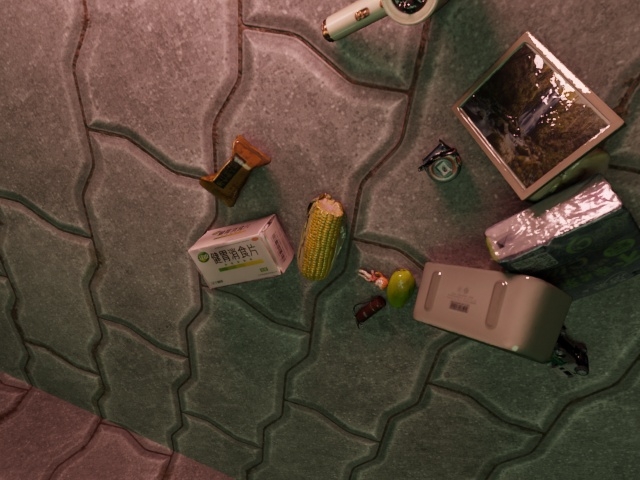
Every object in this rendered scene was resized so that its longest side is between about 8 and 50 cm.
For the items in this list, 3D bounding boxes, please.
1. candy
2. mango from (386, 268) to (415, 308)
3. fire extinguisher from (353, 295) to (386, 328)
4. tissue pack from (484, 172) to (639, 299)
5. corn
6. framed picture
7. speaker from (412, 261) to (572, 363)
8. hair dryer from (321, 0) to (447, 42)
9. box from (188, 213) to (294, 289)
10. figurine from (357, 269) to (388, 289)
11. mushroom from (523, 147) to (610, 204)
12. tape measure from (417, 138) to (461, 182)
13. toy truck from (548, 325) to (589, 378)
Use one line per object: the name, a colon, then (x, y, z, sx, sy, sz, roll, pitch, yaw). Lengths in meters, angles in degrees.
candy: (-0.282, -0.215, 1.317, 0.143, 0.101, 0.271, 38, 131, -15)
mango: (0.271, 0.171, 1.392, 0.091, 0.074, 0.165, 8, 124, 11)
fire extinguisher: (0.168, 0.254, 1.502, 0.157, 0.045, 0.078, -46, 72, 36)
tissue pack: (0.642, 0.022, 1.042, 0.394, 0.124, 0.288, 25, 135, -37)
corn: (0.000, -0.003, 1.354, 0.123, 0.122, 0.306, 36, 128, 28)
framed picture: (0.466, -0.284, 0.934, 0.020, 0.325, 0.240, 7, 140, -42)
speaker: (0.443, 0.185, 1.137, 0.183, 0.185, 0.406, 23, 172, -27)
hair dryer: (0.131, -0.536, 0.939, 0.361, 0.203, 0.128, -5, 124, 41)
box: (-0.273, 0.041, 1.445, 0.332, 0.145, 0.173, -13, 118, 26)
figurine: (0.181, 0.129, 1.414, 0.109, 0.047, 0.064, 25, 134, 15)
mushroom: (0.565, -0.190, 1.003, 0.236, 0.162, 0.173, 5, 132, -38)
tape measure: (0.329, -0.192, 1.088, 0.107, 0.180, 0.104, 38, 109, -6)
toy truck: (0.758, 0.354, 1.335, 0.216, 0.110, 0.116, 38, 138, -9)
